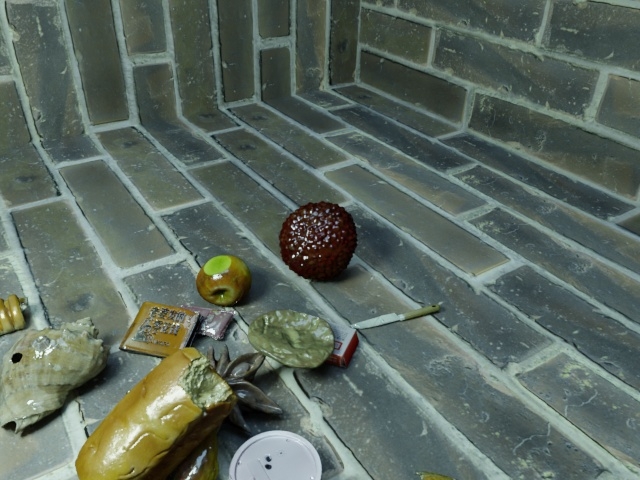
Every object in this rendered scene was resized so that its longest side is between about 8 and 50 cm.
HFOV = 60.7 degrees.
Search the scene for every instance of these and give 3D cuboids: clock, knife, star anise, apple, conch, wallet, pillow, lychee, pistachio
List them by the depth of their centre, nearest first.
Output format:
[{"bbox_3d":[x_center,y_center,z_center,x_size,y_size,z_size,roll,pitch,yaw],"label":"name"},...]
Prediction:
[{"bbox_3d":[-0.095,0.511,1.173,0.196,0.068,0.197,1,33,0],"label":"clock"},{"bbox_3d":[-0.260,0.481,1.180,0.089,0.049,0.173,17,59,-6],"label":"pistachio"},{"bbox_3d":[-0.269,0.375,1.340,0.349,0.109,0.292,-25,47,-30],"label":"star anise"},{"bbox_3d":[-0.698,0.311,1.376,0.263,0.186,0.324,-8,24,27],"label":"conch"},{"bbox_3d":[-0.448,0.254,1.541,0.195,0.042,0.161,10,51,12],"label":"wallet"},{"bbox_3d":[-0.350,0.240,1.608,0.185,0.043,0.118,6,39,12],"label":"pillow"},{"bbox_3d":[0.226,0.233,1.665,0.297,0.017,0.047,-13,33,-15],"label":"knife"},{"bbox_3d":[-0.295,0.122,1.695,0.163,0.146,0.147,-12,40,8],"label":"apple"},{"bbox_3d":[0.000,0.000,1.799,0.264,0.264,0.300,31,25,37],"label":"lychee"}]

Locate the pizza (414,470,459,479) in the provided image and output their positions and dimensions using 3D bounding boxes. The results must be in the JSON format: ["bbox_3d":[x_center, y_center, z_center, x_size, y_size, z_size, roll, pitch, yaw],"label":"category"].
[{"bbox_3d":[0.279,0.585,1.084,0.197,0.058,0.292,-25,39,-33],"label":"pizza"}]

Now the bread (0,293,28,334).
[{"bbox_3d":[-0.931,0.221,1.578,0.177,0.084,0.119,-21,38,-24],"label":"bread"}]

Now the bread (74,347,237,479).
[{"bbox_3d":[-0.353,0.387,1.163,0.344,0.149,0.195,-47,47,-12],"label":"bread"}]

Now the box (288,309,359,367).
[{"bbox_3d":[-0.013,0.277,1.555,0.229,0.050,0.123,14,36,17],"label":"box"}]

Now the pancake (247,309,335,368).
[{"bbox_3d":[-0.074,0.269,1.462,0.241,0.050,0.242,8,28,-4],"label":"pancake"}]
